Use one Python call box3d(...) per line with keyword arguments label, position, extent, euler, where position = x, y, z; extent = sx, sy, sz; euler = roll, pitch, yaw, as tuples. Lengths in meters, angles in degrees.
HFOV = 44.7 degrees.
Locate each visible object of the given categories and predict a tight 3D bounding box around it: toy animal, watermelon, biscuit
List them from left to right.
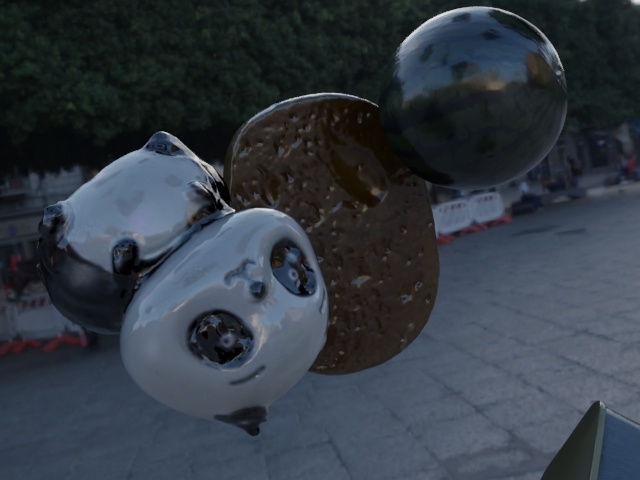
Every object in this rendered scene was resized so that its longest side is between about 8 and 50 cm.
box3d(label="toy animal", position=(-0.103, 0.039, 0.655), extent=(0.187, 0.235, 0.165), euler=(-42, -21, -27))
box3d(label="biscuit", position=(0.000, 0.000, 1.004), extent=(0.314, 0.367, 0.063), euler=(-15, 11, -15))
box3d(label="watermelon", position=(0.170, -0.158, 0.889), extent=(0.212, 0.212, 0.212), euler=(-10, 3, 1))

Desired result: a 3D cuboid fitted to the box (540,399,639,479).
box3d(label="box", position=(0.225, 0.244, 0.619), extent=(0.090, 0.144, 0.201), euler=(25, 37, 11))
